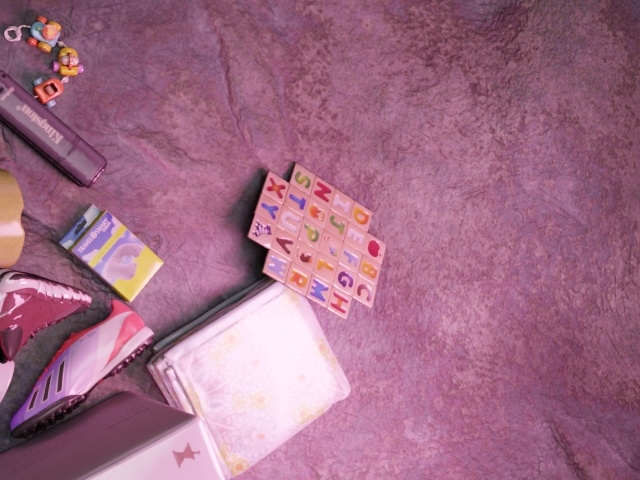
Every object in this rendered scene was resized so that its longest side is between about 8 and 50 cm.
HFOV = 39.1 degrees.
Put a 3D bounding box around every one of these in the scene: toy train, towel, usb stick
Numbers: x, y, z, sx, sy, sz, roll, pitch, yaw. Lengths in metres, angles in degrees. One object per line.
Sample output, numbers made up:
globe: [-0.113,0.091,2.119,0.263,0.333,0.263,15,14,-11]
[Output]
toy train: [-0.523,-0.346,1.720,0.125,0.046,0.166,-32,104,-27]
towel: [-0.144,0.280,1.895,0.374,0.090,0.320,-32,106,-26]
usb stick: [-0.528,-0.210,1.711,0.278,0.045,0.077,43,76,-21]

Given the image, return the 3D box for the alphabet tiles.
alphabet tiles: [0.000,0.000,1.977,0.343,0.011,0.285,32,56,-25]

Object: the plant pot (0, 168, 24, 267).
plant pot: [-0.656,-0.032,1.531,0.254,0.276,0.276,-3,90,-41]

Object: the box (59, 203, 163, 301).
box: [-0.410,0.024,1.775,0.178,0.042,0.109,45,68,-22]

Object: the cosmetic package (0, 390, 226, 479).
cosmetic package: [-0.361,0.496,1.585,0.327,0.394,0.329,-25,100,-28]

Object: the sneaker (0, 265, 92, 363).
sneaker: [-0.526,0.143,1.614,0.281,0.106,0.162,33,74,-69]

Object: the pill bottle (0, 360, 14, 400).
pill bottle: [-0.671,0.213,1.565,0.246,0.136,0.136,27,75,-26]

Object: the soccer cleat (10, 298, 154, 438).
soccer cleat: [-0.469,0.245,1.712,0.318,0.108,0.116,-40,85,-22]
